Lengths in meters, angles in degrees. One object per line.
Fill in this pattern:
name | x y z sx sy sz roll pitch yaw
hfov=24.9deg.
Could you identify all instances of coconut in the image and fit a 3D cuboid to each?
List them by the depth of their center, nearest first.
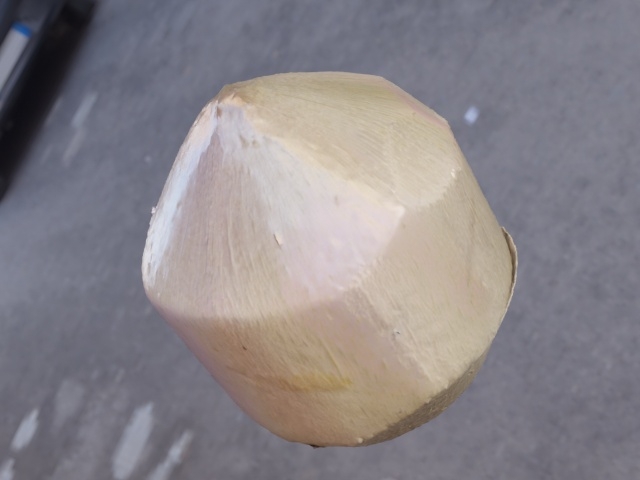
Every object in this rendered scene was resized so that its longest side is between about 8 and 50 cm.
coconut | 0.000 0.000 0.884 0.224 0.234 0.224 -33 26 19
